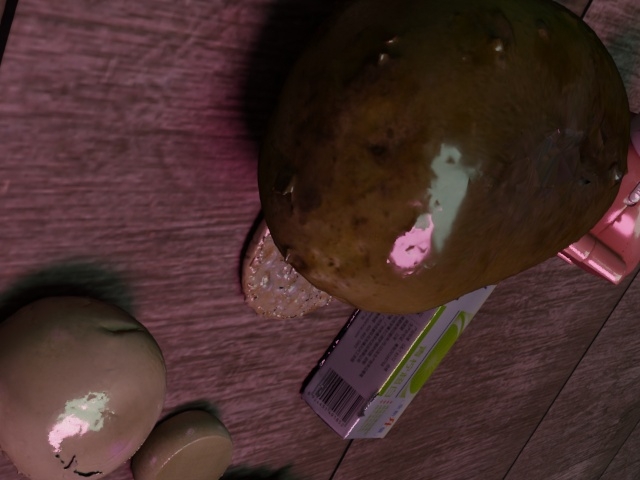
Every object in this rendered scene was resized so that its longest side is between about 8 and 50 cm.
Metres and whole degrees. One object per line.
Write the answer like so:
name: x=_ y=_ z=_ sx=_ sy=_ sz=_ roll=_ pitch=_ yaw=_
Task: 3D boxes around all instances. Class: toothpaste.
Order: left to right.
toothpaste: x=0.111 y=0.029 z=0.830 sx=0.336 sy=0.067 sz=0.081 roll=-55 pitch=150 yaw=10

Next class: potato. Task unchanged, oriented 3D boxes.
potato: x=0.092 y=-0.065 z=0.609 sx=0.308 sy=0.173 sz=0.210 roll=-7 pitch=110 yaw=-48

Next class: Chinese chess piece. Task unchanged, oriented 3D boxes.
Chinese chess piece: x=-0.111 y=0.174 z=0.748 sx=0.084 sy=0.034 sz=0.084 roll=-28 pitch=141 yaw=-25

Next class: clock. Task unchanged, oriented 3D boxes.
clock: x=0.271 y=-0.048 z=0.857 sx=0.162 sy=0.093 sz=0.166 roll=-58 pitch=-172 yaw=4

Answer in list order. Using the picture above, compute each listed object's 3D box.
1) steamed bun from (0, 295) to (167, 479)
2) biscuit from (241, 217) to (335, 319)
steamed bun: x=-0.146 y=0.095 z=0.572 sx=0.112 sy=0.091 sz=0.130 roll=-38 pitch=145 yaw=-19
biscuit: x=0.000 y=0.000 z=0.711 sx=0.152 sy=0.020 sz=0.152 roll=-31 pitch=145 yaw=-25
